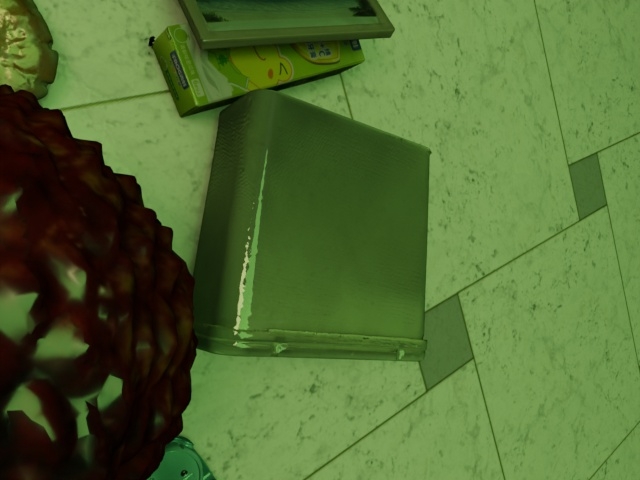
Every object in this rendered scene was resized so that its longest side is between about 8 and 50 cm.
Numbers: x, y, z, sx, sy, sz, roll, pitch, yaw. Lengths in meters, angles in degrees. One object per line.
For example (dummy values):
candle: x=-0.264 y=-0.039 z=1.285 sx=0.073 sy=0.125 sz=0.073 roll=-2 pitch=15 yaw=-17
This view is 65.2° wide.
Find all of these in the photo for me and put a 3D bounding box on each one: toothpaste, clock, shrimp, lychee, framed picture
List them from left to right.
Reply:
lychee: x=-0.298 y=0.101 z=0.398 sx=0.425 sy=0.424 sz=0.499 roll=-17 pitch=73 yaw=-33
shrimp: x=-0.404 y=-0.277 z=0.562 sx=0.146 sy=0.061 sz=0.266 roll=-23 pitch=104 yaw=-22
clock: x=-0.212 y=0.318 z=0.681 sx=0.108 sy=0.045 sz=0.147 roll=-32 pitch=106 yaw=-31
toothpaste: x=-0.083 y=-0.285 z=0.762 sx=0.328 sy=0.077 sz=0.110 roll=-26 pitch=102 yaw=-31
framed picture: x=-0.066 y=-0.380 z=0.737 sx=0.315 sy=0.024 sz=0.231 roll=-17 pitch=71 yaw=-28

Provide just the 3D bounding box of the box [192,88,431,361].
box: x=0.000 y=0.000 z=0.755 sx=0.352 sy=0.178 sz=0.343 roll=11 pitch=81 yaw=-32
